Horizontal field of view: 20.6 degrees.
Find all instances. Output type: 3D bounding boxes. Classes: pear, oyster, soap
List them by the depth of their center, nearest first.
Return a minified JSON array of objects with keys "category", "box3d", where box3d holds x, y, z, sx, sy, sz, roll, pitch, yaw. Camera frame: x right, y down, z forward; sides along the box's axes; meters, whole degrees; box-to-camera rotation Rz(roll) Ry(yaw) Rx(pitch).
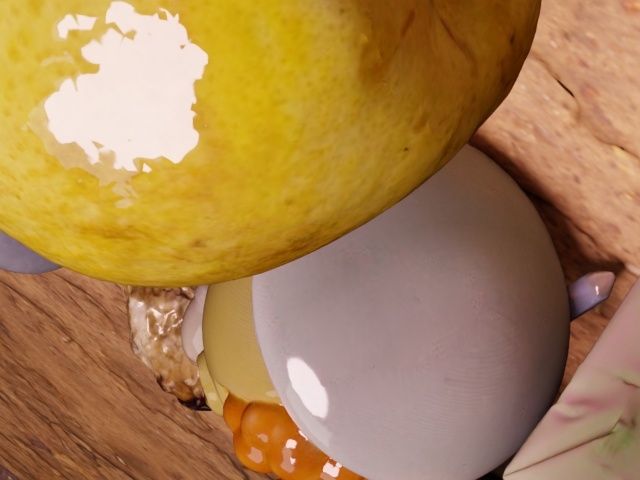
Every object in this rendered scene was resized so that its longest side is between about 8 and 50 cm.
[{"category":"pear","box3d":[-0.065,-0.132,0.748,0.304,0.304,0.304,33,159,15]},{"category":"soap","box3d":[0.211,0.139,1.010,0.138,0.182,0.199,26,156,25]},{"category":"oyster","box3d":[-0.027,0.069,1.265,0.232,0.107,0.161,3,166,-14]}]

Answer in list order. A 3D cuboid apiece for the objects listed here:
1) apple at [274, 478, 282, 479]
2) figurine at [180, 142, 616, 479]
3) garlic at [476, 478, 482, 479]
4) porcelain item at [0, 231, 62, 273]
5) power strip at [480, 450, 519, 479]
[{"category":"apple","box3d":[0.012,0.371,1.687,0.275,0.299,0.299,52,165,23]},{"category":"figurine","box3d":[-0.027,0.013,1.092,0.382,0.224,0.205,21,136,43]},{"category":"garlic","box3d":[0.002,0.262,1.075,0.246,0.340,0.231,10,120,39]},{"category":"porcelain item","box3d":[-0.265,-0.055,1.471,0.259,0.141,0.141,25,156,50]},{"category":"power strip","box3d":[0.145,0.265,1.411,0.357,0.161,0.357,31,157,15]}]
